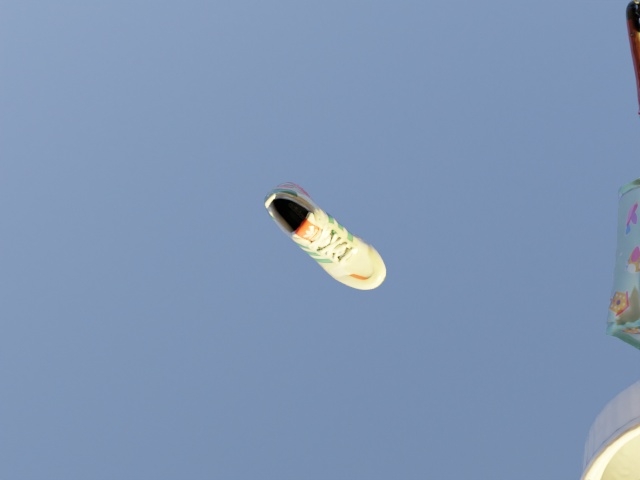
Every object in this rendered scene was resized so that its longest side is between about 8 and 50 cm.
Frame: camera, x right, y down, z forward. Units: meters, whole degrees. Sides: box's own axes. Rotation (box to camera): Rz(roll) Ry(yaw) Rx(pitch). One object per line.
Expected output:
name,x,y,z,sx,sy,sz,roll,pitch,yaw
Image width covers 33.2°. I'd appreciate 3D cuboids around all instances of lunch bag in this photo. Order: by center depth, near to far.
lunch bag,0.485,0.050,1.260,0.262,0.160,0.223,25,-121,-15

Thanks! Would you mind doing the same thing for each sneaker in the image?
sneaker,0.000,0.000,1.170,0.161,0.075,0.057,42,-77,6

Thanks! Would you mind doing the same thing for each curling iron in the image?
curling iron,0.415,-0.172,1.334,0.035,0.068,0.274,-8,-83,-14

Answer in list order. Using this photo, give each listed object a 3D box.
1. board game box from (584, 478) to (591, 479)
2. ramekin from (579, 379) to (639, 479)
board game box,0.172,0.390,0.932,0.141,0.232,0.291,-9,-109,-36
ramekin,0.419,0.275,1.184,0.277,0.135,0.277,4,-69,11
